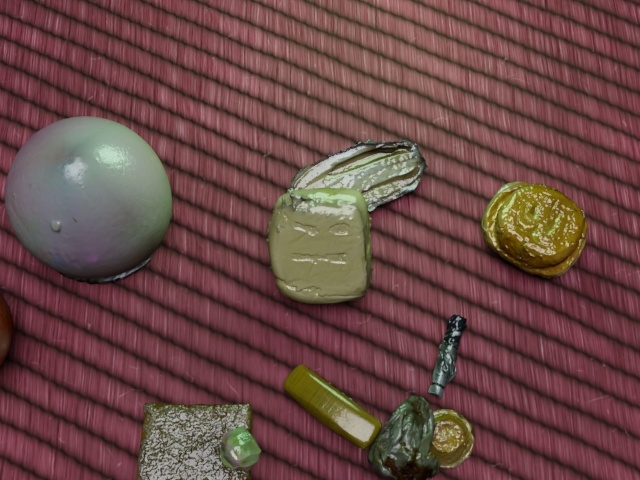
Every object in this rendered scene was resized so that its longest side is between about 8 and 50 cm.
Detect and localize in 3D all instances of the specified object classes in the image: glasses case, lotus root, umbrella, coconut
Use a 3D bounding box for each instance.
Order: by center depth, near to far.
[{"bbox_3d":[-0.161,0.415,1.639,0.081,0.082,0.083,-26,94,-21],"label":"coconut"},{"bbox_3d":[0.023,0.355,1.766,0.234,0.064,0.079,33,81,22],"label":"glasses case"},{"bbox_3d":[0.282,0.253,1.829,0.050,0.046,0.188,2,63,46],"label":"umbrella"},{"bbox_3d":[0.089,-0.144,1.953,0.329,0.078,0.167,-18,95,-9],"label":"lotus root"}]

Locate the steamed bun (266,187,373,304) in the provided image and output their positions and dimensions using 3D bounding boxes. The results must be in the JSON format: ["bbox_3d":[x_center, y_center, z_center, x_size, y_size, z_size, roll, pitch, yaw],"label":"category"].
[{"bbox_3d":[0.000,0.000,1.828,0.232,0.166,0.273,-4,111,4],"label":"steamed bun"}]

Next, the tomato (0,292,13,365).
[{"bbox_3d":[-0.770,0.194,1.722,0.265,0.265,0.265,0,71,-1],"label":"tomato"}]

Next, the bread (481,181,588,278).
[{"bbox_3d":[0.489,-0.027,1.893,0.236,0.120,0.198,31,75,9],"label":"bread"}]

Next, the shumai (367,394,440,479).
[{"bbox_3d":[0.193,0.419,1.699,0.142,0.184,0.184,38,74,17],"label":"shumai"}]

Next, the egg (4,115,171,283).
[{"bbox_3d":[-0.509,-0.114,1.788,0.354,0.340,0.354,1,71,-3],"label":"egg"}]

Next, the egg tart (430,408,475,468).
[{"bbox_3d":[0.270,0.422,1.771,0.129,0.049,0.129,0,73,-2],"label":"egg tart"}]

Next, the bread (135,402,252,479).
[{"bbox_3d":[-0.259,0.436,1.726,0.234,0.110,0.184,1,68,-3],"label":"bread"}]
